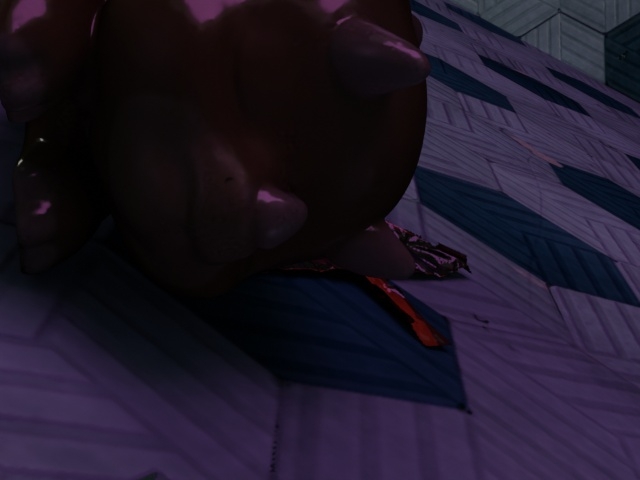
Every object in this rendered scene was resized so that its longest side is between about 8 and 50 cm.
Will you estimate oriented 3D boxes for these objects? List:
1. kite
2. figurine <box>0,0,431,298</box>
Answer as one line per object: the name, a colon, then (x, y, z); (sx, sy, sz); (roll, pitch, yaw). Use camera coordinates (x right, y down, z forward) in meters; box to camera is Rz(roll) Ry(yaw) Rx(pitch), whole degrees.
kite: (0.000, 0.000, 0.582); (0.232, 0.009, 0.189); (3, 30, -47)
figurine: (-0.042, -0.078, 0.458); (0.173, 0.177, 0.247); (-5, 19, -12)
